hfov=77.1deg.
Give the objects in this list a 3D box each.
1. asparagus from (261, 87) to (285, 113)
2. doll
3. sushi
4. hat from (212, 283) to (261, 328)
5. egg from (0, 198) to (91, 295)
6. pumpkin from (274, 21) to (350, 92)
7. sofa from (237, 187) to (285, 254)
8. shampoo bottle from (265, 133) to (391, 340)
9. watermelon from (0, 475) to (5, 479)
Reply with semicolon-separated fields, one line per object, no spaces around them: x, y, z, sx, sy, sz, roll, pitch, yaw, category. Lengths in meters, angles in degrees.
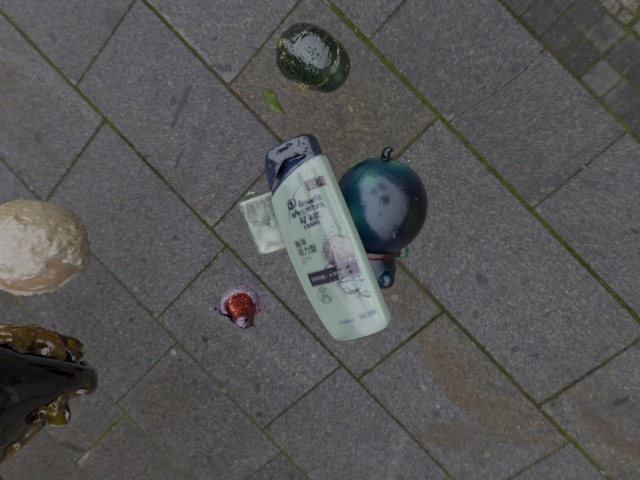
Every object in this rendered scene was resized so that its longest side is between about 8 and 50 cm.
-0.151;-0.439;1.292;0.045;0.178;0.041;-32;135;6;asparagus
0.115;-0.032;0.831;0.186;0.199;0.321;32;128;47;doll
-0.426;0.187;0.504;0.213;0.204;0.200;-36;51;-4;sushi
-0.235;0.223;1.216;0.129;0.227;0.140;-34;108;-5;hat
-0.774;0.016;1.070;0.311;0.279;0.278;5;102;12;egg
-0.020;-0.445;0.992;0.190;0.190;0.146;40;93;2;pumpkin
-0.161;-0.076;1.329;0.176;0.225;0.209;-22;101;-8;sofa
0.000;0.000;0.719;0.134;0.078;0.358;-21;94;24;shampoo bottle
-0.293;0.216;0.293;0.193;0.139;0.256;24;124;-3;watermelon
